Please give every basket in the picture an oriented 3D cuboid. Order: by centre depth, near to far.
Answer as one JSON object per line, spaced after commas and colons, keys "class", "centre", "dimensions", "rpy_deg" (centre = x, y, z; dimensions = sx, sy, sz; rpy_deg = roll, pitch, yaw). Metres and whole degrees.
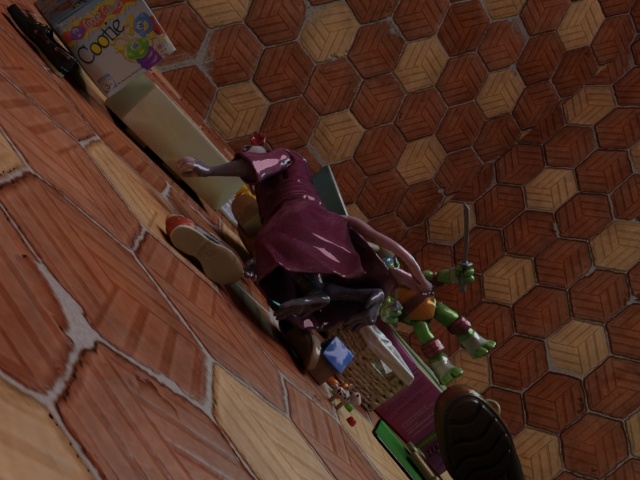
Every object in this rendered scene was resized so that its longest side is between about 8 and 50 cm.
{"class": "basket", "centre": [0.079, 0.213, 1.573], "dimensions": [0.113, 0.103, 0.167], "rpy_deg": [48, 2, -19]}

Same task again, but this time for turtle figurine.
{"class": "turtle figurine", "centre": [0.219, 0.125, 1.678], "dimensions": [0.266, 0.275, 0.198], "rpy_deg": [53, 37, 3]}

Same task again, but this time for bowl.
{"class": "bowl", "centre": [0.000, 0.000, 2.011], "dimensions": [0.311, 0.163, 0.311], "rpy_deg": [-21, 90, -88]}

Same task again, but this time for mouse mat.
{"class": "mouse mat", "centre": [0.144, 0.368, 1.477], "dimensions": [0.152, 0.007, 0.190], "rpy_deg": [50, 1, 9]}

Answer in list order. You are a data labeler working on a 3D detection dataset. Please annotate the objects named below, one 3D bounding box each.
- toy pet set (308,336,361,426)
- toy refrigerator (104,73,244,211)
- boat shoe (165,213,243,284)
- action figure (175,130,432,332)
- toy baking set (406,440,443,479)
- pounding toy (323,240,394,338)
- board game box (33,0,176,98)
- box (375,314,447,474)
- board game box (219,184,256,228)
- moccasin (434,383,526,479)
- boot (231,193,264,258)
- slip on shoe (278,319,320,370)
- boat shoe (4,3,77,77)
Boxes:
{"class": "toy pet set", "centre": [0.035, 0.206, 1.338], "dimensions": [0.114, 0.065, 0.122], "rpy_deg": [49, 2, -6]}
{"class": "toy refrigerator", "centre": [-0.261, -0.174, 1.594], "dimensions": [0.269, 0.094, 0.102], "rpy_deg": [48, -4, -41]}
{"class": "boat shoe", "centre": [-0.155, 0.012, 1.176], "dimensions": [0.137, 0.049, 0.043], "rpy_deg": [41, 5, -39]}
{"class": "action figure", "centre": [-0.037, -0.048, 1.327], "dimensions": [0.248, 0.276, 0.370], "rpy_deg": [59, 8, -54]}
{"class": "toy baking set", "centre": [0.233, 0.442, 1.524], "dimensions": [0.256, 0.030, 0.197], "rpy_deg": [51, 2, -11]}
{"class": "pounding toy", "centre": [0.048, 0.098, 1.826], "dimensions": [0.183, 0.236, 0.110], "rpy_deg": [11, 5, -45]}
{"class": "board game box", "centre": [-0.371, -0.365, 1.490], "dimensions": [0.142, 0.144, 0.275], "rpy_deg": [57, -7, -31]}
{"class": "box", "centre": [0.175, 0.302, 1.740], "dimensions": [0.243, 0.117, 0.213], "rpy_deg": [47, 3, -28]}
{"class": "board game box", "centre": [-0.251, -0.159, 1.979], "dimensions": [0.390, 0.050, 0.390], "rpy_deg": [49, 3, -23]}
{"class": "moccasin", "centre": [0.299, 0.385, 1.620], "dimensions": [0.380, 0.139, 0.147], "rpy_deg": [52, 7, -37]}
{"class": "boot", "centre": [-0.057, 0.058, 1.599], "dimensions": [0.295, 0.104, 0.211], "rpy_deg": [57, -1, 25]}
{"class": "slip on shoe", "centre": [-0.033, 0.149, 1.308], "dimensions": [0.041, 0.051, 0.135], "rpy_deg": [14, 21, -17]}
{"class": "boat shoe", "centre": [-0.425, -0.310, 1.340], "dimensions": [0.133, 0.042, 0.049], "rpy_deg": [48, 5, -2]}
